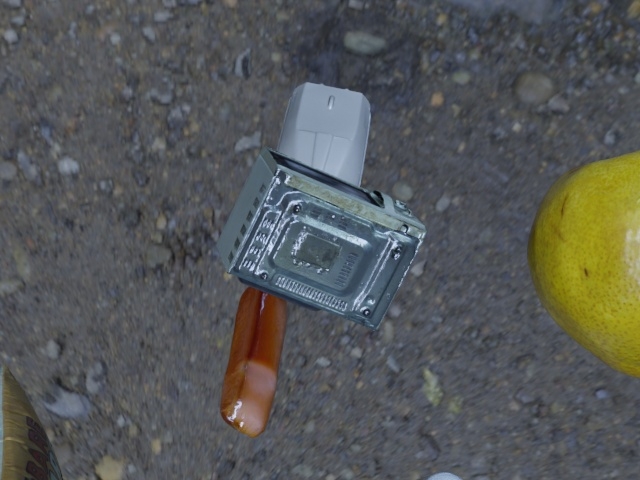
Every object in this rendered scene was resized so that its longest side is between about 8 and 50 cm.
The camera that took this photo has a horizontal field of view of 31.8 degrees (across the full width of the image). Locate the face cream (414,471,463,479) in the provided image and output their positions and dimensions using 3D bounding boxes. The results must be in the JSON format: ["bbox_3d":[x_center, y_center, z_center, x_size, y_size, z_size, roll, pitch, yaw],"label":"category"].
[{"bbox_3d":[0.125,0.418,1.682,0.101,0.252,0.101,12,65,-26],"label":"face cream"}]

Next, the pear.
[{"bbox_3d":[0.287,0.018,0.971,0.209,0.209,0.208,2,72,-7],"label":"pear"}]

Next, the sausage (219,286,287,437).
[{"bbox_3d":[-0.112,0.201,1.920,0.083,0.089,0.300,-17,46,32],"label":"sausage"}]

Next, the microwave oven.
[{"bbox_3d":[0.000,0.000,1.353,0.205,0.129,0.163,21,101,-18],"label":"microwave oven"}]

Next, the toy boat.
[{"bbox_3d":[-0.004,-0.116,1.671,0.141,0.140,0.269,13,57,-3],"label":"toy boat"}]

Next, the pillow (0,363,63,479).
[{"bbox_3d":[-0.323,0.335,1.191,0.119,0.310,0.312,-5,116,-10],"label":"pillow"}]
